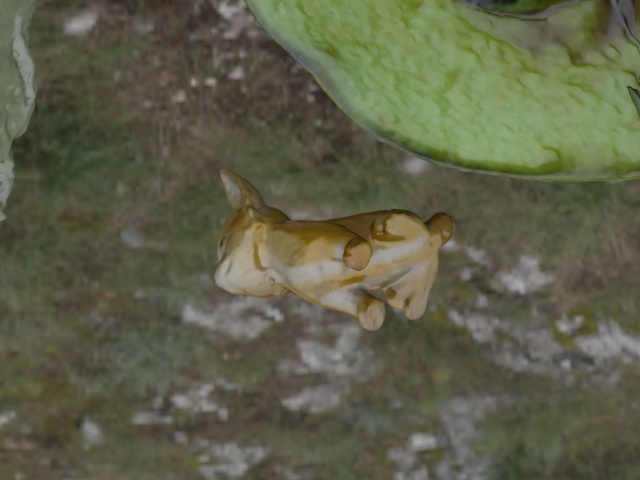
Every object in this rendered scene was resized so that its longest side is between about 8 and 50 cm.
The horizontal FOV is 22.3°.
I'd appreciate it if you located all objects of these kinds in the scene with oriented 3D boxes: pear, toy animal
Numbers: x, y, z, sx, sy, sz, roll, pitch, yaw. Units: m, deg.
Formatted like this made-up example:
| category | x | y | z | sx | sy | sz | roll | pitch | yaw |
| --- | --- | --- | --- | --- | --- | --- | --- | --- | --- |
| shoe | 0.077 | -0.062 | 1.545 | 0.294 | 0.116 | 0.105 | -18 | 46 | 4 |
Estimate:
| category | x | y | z | sx | sy | sz | roll | pitch | yaw |
| --- | --- | --- | --- | --- | --- | --- | --- | --- | --- |
| pear | 0.085 | -0.141 | 0.816 | 0.255 | 0.164 | 0.238 | -12 | 118 | 50 |
| toy animal | 0.000 | 0.000 | 0.623 | 0.083 | 0.081 | 0.060 | 18 | 136 | 41 |

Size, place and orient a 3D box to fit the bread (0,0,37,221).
| category | x | y | z | sx | sy | sz | roll | pitch | yaw |
| --- | --- | --- | --- | --- | --- | --- | --- | --- | --- |
| bread | -0.277 | -0.081 | 0.717 | 0.250 | 0.279 | 0.224 | 6 | 105 | 16 |
